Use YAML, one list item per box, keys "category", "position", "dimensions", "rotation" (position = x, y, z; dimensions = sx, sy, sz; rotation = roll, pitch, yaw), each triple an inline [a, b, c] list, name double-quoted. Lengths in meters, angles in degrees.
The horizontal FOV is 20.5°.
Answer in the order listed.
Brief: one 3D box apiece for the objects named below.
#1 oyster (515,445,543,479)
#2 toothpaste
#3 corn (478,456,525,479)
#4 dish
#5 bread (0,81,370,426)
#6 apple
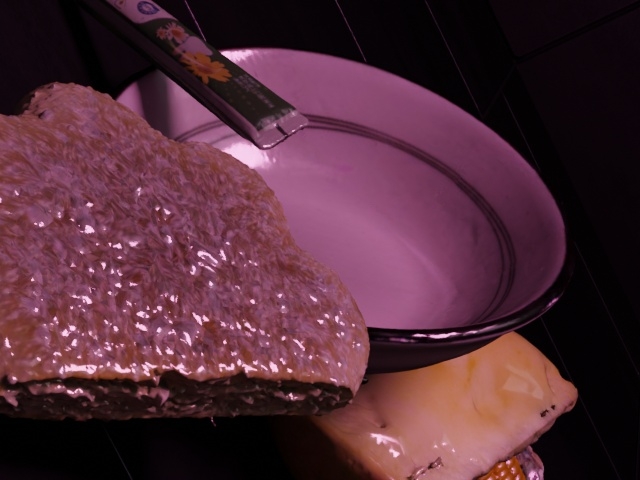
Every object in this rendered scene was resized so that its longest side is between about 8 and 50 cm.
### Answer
- category: "oyster"
  position: [0.141, 0.169, 1.571]
  dimensions: [0.199, 0.087, 0.252]
  rotation: [32, 49, -62]
- category: "toothpaste"
  position: [-0.096, -0.125, 1.142]
  dimensions: [0.204, 0.031, 0.049]
  rotation: [38, 45, 18]
- category: "corn"
  position: [0.105, 0.174, 1.379]
  dimensions: [0.313, 0.102, 0.102]
  rotation: [64, 16, -11]
- category: "dish"
  position: [0.000, 0.000, 1.133]
  dimensions: [0.316, 0.316, 0.106]
  rotation: [-92, -165, -53]
- category: "bread"
  position: [-0.101, 0.001, 0.891]
  dimensions: [0.286, 0.056, 0.207]
  rotation: [2, 51, -46]
- category: "apple"
  position: [0.041, 0.108, 1.220]
  dimensions: [0.193, 0.120, 0.265]
  rotation: [45, 30, 13]
